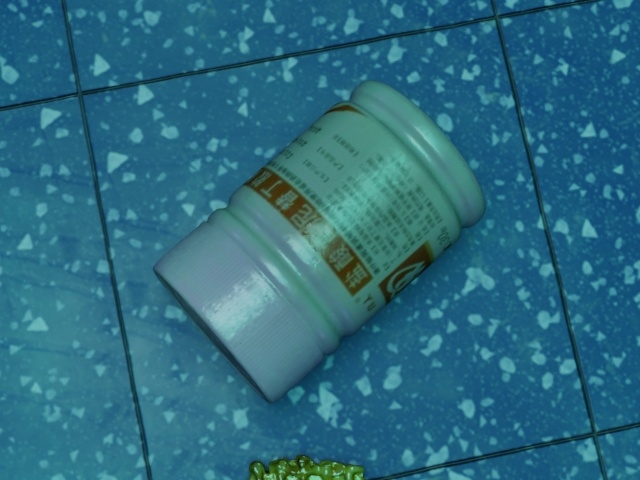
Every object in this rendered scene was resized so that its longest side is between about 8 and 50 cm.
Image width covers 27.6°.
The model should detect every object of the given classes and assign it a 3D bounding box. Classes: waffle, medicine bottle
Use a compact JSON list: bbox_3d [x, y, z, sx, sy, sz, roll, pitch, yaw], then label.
[{"bbox_3d":[-0.013,0.321,1.425,0.191,0.038,0.191,0,80,-2],"label":"waffle"},{"bbox_3d":[0.000,0.000,1.397,0.316,0.202,0.202,-42,85,-9],"label":"medicine bottle"}]
